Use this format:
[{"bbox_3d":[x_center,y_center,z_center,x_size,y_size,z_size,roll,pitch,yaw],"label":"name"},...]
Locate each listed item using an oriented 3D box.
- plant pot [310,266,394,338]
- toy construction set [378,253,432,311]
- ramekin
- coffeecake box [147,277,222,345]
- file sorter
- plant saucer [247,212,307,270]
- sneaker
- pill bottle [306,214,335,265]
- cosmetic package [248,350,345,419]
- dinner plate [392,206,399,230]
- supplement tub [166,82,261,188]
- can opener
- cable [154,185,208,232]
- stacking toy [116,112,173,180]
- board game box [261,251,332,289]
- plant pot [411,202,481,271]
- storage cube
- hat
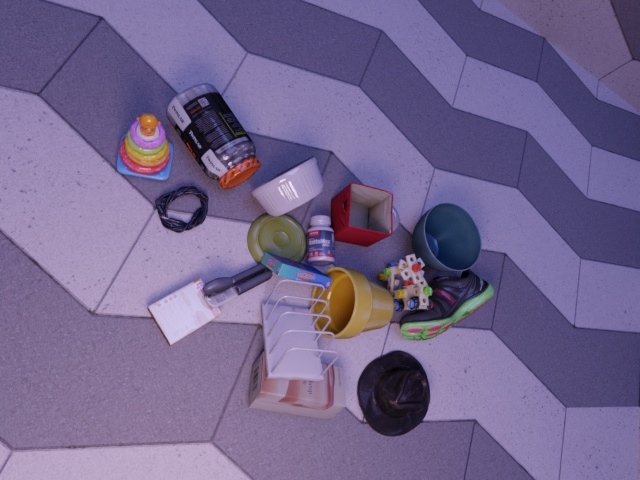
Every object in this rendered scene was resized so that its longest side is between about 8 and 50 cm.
[{"bbox_3d":[0.132,0.237,1.554,0.239,0.254,0.253,14,69,-36],"label":"plant pot"},{"bbox_3d":[0.330,0.161,1.608,0.151,0.327,0.214,2,77,-7],"label":"toy construction set"},{"bbox_3d":[-0.111,-0.192,1.557,0.273,0.273,0.127,-35,104,-28],"label":"ramekin"},{"bbox_3d":[-0.443,0.232,1.384,0.186,0.068,0.142,-30,89,-28],"label":"coffeecake box"},{"bbox_3d":[-0.069,0.291,1.390,0.193,0.173,0.277,11,42,-24],"label":"file sorter"},{"bbox_3d":[-0.155,0.000,1.599,0.241,0.037,0.240,7,73,-23],"label":"plant saucer"},{"bbox_3d":[0.500,0.263,1.764,0.483,0.185,0.202,-22,62,-28],"label":"sneaker"},{"bbox_3d":[0.000,0.000,1.629,0.108,0.108,0.179,5,72,-23],"label":"pill bottle"},{"bbox_3d":[-0.077,0.487,1.415,0.297,0.129,0.153,16,43,-20],"label":"cosmetic package"},{"bbox_3d":[0.287,-0.105,1.840,0.142,0.017,0.141,6,72,-21],"label":"dinner plate"},{"bbox_3d":[-0.374,-0.365,1.513,0.207,0.207,0.337,-34,90,-28],"label":"supplement tub"},{"bbox_3d":[-0.274,0.145,1.438,0.281,0.093,0.074,-23,71,-48],"label":"can opener"},{"bbox_3d":[-0.473,-0.112,1.484,0.185,0.047,0.150,-25,86,-29],"label":"cable"},{"bbox_3d":[-0.561,-0.328,1.364,0.176,0.302,0.165,8,72,-21],"label":"stacking toy"},{"bbox_3d":[-0.085,0.107,1.503,0.211,0.160,0.047,19,93,-32],"label":"board game box"},{"bbox_3d":[0.502,0.006,1.801,0.291,0.195,0.289,7,72,-23],"label":"plant pot"},{"bbox_3d":[0.155,-0.097,1.679,0.215,0.193,0.183,10,71,-20],"label":"storage cube"},{"bbox_3d":[0.311,0.575,1.586,0.332,0.134,0.330,7,73,-23],"label":"hat"}]
